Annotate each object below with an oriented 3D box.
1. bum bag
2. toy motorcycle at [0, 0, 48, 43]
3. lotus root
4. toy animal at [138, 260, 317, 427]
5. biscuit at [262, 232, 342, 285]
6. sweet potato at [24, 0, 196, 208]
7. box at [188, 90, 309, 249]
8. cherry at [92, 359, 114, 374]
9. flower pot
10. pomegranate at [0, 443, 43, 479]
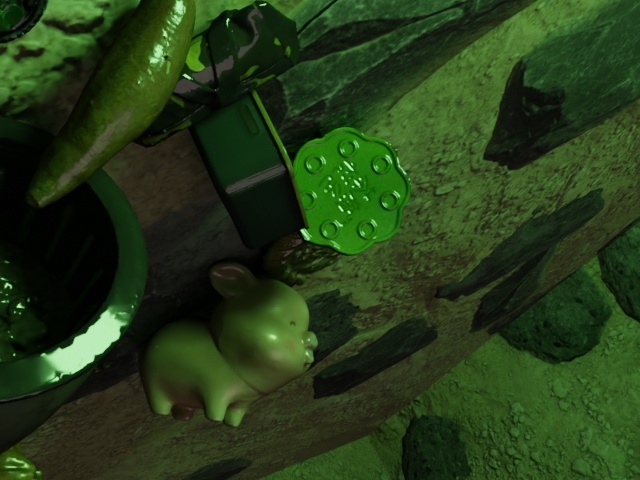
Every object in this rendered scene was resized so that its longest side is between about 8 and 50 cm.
[{"bbox_3d":[-0.127,-0.175,0.748,0.233,0.060,0.106,-31,148,-4],"label":"bum bag"},{"bbox_3d":[-0.257,-0.222,0.436,0.187,0.124,0.274,-26,156,-35],"label":"toy motorcycle"},{"bbox_3d":[0.028,-0.064,1.061,0.186,0.186,0.186,-25,156,-12],"label":"lotus root"},{"bbox_3d":[-0.163,0.193,1.258,0.326,0.269,0.237,-2,162,20],"label":"toy animal"},{"bbox_3d":[0.000,0.000,1.239,0.274,0.036,0.187,-36,152,25],"label":"biscuit"},{"bbox_3d":[-0.184,-0.127,0.657,0.243,0.077,0.077,-62,156,-6],"label":"sweet potato"},{"bbox_3d":[-0.089,-0.085,0.869,0.090,0.144,0.201,-25,158,-5],"label":"box"},{"bbox_3d":[-0.402,0.187,1.122,0.107,0.090,0.225,-52,162,10],"label":"cherry"},{"bbox_3d":[-0.358,0.084,0.718,0.294,0.293,0.330,-12,154,-36],"label":"flower pot"},{"bbox_3d":[-0.532,0.330,0.872,0.410,0.410,0.410,-25,156,-12],"label":"pomegranate"}]
